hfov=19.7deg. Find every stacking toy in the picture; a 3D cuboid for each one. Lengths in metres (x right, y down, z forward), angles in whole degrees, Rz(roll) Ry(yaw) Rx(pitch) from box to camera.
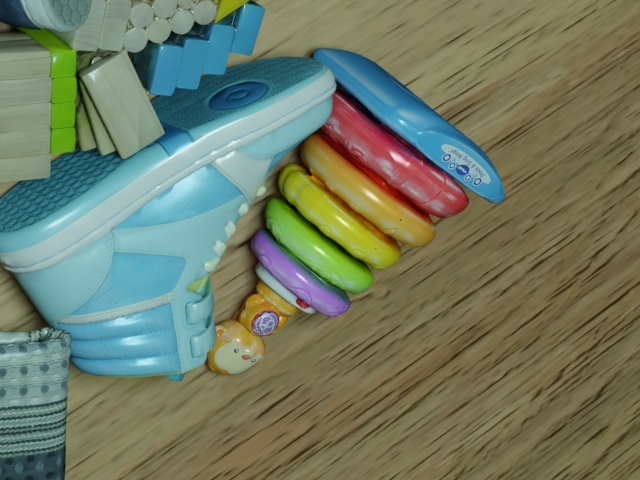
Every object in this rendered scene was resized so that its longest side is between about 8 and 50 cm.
[{"bbox_3d":[0.000,0.000,1.611,0.302,0.166,0.175,-51,133,6],"label":"stacking toy"}]

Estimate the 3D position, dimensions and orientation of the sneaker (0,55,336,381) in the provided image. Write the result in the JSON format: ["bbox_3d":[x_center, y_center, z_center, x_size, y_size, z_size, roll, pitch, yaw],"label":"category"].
[{"bbox_3d":[-0.103,-0.007,1.534,0.319,0.127,0.208,-30,117,-14],"label":"sneaker"}]

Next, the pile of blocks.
[{"bbox_3d":[-0.161,-0.166,1.459,0.362,0.112,0.149,-31,126,-15],"label":"pile of blocks"}]

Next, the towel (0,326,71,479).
[{"bbox_3d":[-0.361,0.219,1.441,0.324,0.056,0.312,-2,107,-24],"label":"towel"}]

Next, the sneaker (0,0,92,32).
[{"bbox_3d":[-0.257,-0.260,1.313,0.086,0.163,0.226,-29,119,-55],"label":"sneaker"}]
